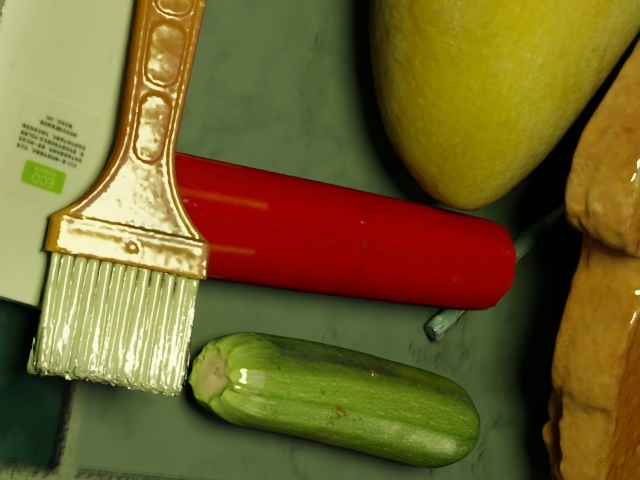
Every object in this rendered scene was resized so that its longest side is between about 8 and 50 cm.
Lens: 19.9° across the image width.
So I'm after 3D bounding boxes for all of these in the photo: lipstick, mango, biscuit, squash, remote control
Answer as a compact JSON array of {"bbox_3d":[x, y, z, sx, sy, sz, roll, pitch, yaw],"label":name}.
[{"bbox_3d":[0.000,-0.001,1.106,0.280,0.073,0.073,10,87,-40],"label":"lipstick"},{"bbox_3d":[0.137,-0.204,1.122,0.199,0.221,0.384,22,94,-5],"label":"mango"},{"bbox_3d":[0.263,0.004,1.267,0.350,0.078,0.455,-35,138,-37],"label":"biscuit"},{"bbox_3d":[0.015,0.099,1.136,0.229,0.066,0.066,17,83,-43],"label":"squash"},{"bbox_3d":[-0.145,-0.090,0.990,0.103,0.034,0.250,19,81,-42],"label":"remote control"}]

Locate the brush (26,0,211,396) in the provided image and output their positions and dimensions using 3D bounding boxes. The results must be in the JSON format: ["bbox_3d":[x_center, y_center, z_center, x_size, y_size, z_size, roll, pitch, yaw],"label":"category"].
[{"bbox_3d":[-0.091,-0.076,0.989,0.090,0.017,0.314,11,83,-18],"label":"brush"}]

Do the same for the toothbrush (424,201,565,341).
[{"bbox_3d":[0.142,-0.001,1.275,0.219,0.016,0.019,-42,119,-31],"label":"toothbrush"}]
